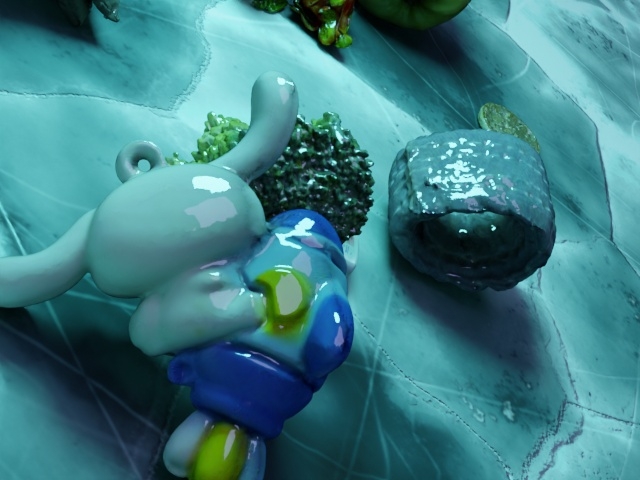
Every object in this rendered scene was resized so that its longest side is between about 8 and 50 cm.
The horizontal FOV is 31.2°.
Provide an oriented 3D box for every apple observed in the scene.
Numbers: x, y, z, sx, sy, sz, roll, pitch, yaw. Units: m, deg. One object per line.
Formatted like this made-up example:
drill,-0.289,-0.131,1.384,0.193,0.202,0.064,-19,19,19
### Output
apple,0.166,-0.504,2.040,0.262,0.262,0.262,26,37,-22

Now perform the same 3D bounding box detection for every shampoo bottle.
shampoo bottle,0.000,0.000,1.492,0.099,0.043,0.072,29,36,-19

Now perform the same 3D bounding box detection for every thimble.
thimble,0.210,-0.043,1.605,0.236,0.205,0.172,24,39,-19

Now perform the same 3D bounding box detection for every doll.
doll,-0.099,0.056,1.172,0.366,0.376,0.187,54,1,3

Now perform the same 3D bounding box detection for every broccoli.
broccoli,-0.077,-0.051,1.383,0.243,0.263,0.247,46,-10,52

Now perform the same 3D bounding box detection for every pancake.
pancake,0.339,-0.194,2.058,0.139,0.022,0.140,26,38,-22

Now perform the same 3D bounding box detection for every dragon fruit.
dragon fruit,0.015,-0.396,1.891,0.142,0.138,0.175,-12,89,-8

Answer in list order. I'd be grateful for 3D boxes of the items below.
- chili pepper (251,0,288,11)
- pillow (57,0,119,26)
chili pepper,-0.080,-0.381,1.852,0.083,0.022,0.027,-18,99,-53
pillow,-0.364,-0.458,1.503,0.228,0.101,0.326,61,9,-56
